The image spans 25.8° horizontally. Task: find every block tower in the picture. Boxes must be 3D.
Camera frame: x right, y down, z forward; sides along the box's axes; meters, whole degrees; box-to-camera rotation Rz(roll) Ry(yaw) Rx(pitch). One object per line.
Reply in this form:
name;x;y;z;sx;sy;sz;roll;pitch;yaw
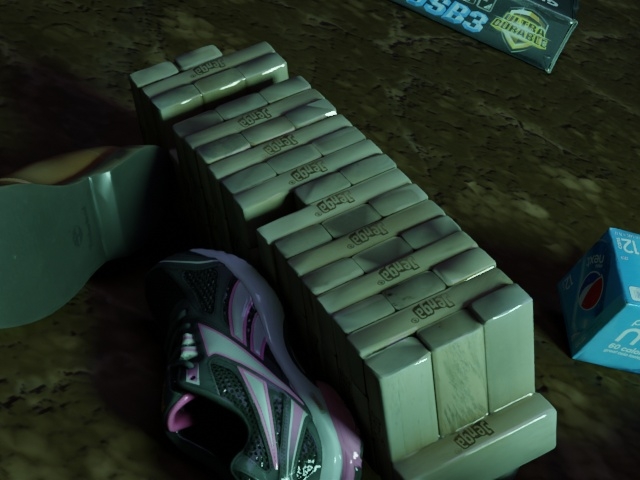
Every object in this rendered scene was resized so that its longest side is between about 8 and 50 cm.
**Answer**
block tower;0.000;0.000;0.783;0.091;0.097;0.335;-24;43;-17

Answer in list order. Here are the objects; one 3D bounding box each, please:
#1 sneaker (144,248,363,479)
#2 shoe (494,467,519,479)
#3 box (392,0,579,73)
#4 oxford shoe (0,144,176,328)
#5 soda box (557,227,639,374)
sneaker;-0.052;0.068;0.714;0.077;0.072;0.178;-7;37;-35
shoe;0.045;0.065;0.820;0.077;0.058;0.219;-24;44;-20
box;0.138;-0.316;1.533;0.296;0.073;0.293;24;27;-1
oxford shoe;-0.167;-0.004;0.766;0.076;0.076;0.212;6;18;27
soda box;0.275;0.059;0.974;0.210;0.071;0.067;14;48;-20
